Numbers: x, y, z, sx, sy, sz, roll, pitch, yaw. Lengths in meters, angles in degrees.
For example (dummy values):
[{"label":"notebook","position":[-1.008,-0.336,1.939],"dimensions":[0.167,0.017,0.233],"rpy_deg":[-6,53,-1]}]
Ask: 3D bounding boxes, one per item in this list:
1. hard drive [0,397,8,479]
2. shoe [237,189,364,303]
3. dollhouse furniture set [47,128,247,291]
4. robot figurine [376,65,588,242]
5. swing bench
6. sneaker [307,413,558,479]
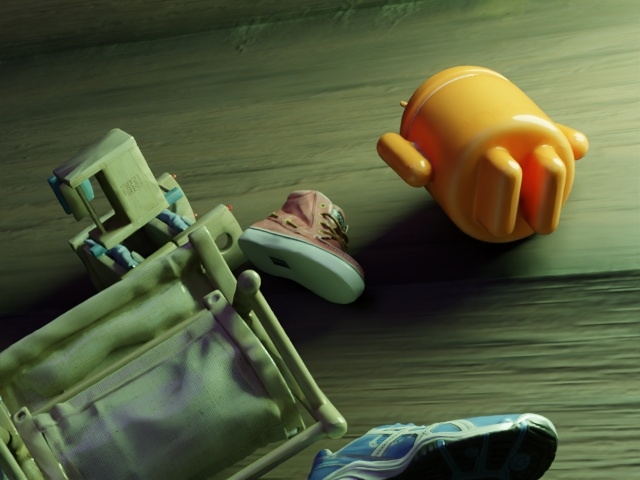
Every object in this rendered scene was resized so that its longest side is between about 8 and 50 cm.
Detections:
[{"label":"hard drive","position":[-0.383,0.287,1.686],"dimensions":[0.233,0.047,0.353],"rpy_deg":[-18,32,13]},{"label":"shoe","position":[0.000,0.000,1.815],"dimensions":[0.081,0.063,0.178],"rpy_deg":[-44,32,-19]},{"label":"dollhouse furniture set","position":[-0.177,-0.038,1.882],"dimensions":[0.129,0.184,0.129],"rpy_deg":[-37,33,-17]},{"label":"robot figurine","position":[0.150,-0.080,1.770],"dimensions":[0.158,0.128,0.219],"rpy_deg":[-38,33,2]},{"label":"swing bench","position":[-0.147,0.132,1.627],"dimensions":[0.253,0.165,0.254],"rpy_deg":[-31,13,-7]},{"label":"sneaker","position":[0.079,0.167,1.504],"dimensions":[0.211,0.080,0.081],"rpy_deg":[-17,34,13]}]
